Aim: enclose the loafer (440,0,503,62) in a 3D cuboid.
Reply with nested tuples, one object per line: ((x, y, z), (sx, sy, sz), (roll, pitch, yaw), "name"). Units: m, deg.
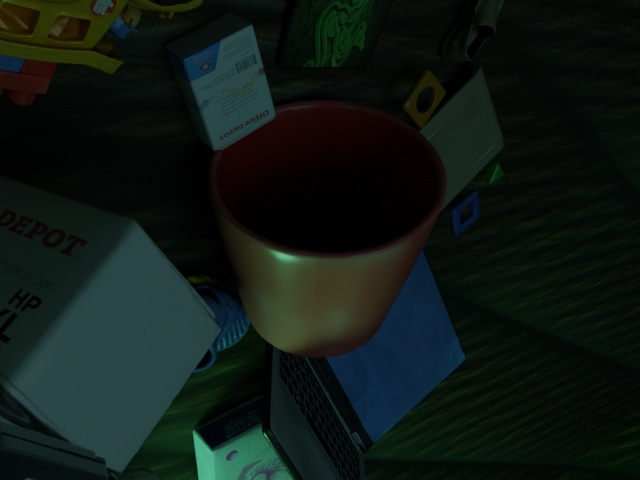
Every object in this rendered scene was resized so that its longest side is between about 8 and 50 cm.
((0.228, -0.312, 1.023), (0.056, 0.050, 0.148), (14, 110, -48), "loafer")

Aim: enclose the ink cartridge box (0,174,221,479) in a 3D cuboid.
((-0.319, 0.142, 0.594), (0.394, 0.286, 0.166), (-56, 144, -25), "ink cartridge box")

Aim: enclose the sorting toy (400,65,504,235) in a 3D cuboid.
((0.198, -0.149, 1.129), (0.196, 0.047, 0.347), (-48, 141, -10), "sorting toy")

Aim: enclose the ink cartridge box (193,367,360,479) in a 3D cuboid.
((-0.056, 0.380, 1.282), (0.324, 0.071, 0.330), (-24, 132, -30), "ink cartridge box")

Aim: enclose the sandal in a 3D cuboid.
((-0.176, 0.115, 0.884), (0.126, 0.138, 0.317), (-62, 154, 11), "sandal")

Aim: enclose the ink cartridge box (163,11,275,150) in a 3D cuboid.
((-0.109, -0.175, 0.811), (0.089, 0.052, 0.122), (-33, 137, -19), "ink cartridge box")

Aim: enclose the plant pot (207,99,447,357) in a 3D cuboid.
((0.000, 0.000, 0.910), (0.275, 0.275, 0.243), (-26, 145, -27), "plant pot")

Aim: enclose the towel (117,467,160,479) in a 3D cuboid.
((-0.393, 0.414, 0.838), (0.374, 0.090, 0.321), (-45, 165, 31), "towel")

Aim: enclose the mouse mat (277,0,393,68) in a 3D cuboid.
((0.033, -0.289, 0.868), (0.153, 0.007, 0.189), (-11, 137, -38), "mouse mat")

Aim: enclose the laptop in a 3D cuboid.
((0.098, 0.223, 1.108), (0.237, 0.407, 0.381), (-20, 122, 11), "laptop")

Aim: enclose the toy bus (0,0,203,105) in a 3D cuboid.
((-0.215, -0.212, 0.624), (0.220, 0.149, 0.211), (-4, 135, -45), "toy bus")
